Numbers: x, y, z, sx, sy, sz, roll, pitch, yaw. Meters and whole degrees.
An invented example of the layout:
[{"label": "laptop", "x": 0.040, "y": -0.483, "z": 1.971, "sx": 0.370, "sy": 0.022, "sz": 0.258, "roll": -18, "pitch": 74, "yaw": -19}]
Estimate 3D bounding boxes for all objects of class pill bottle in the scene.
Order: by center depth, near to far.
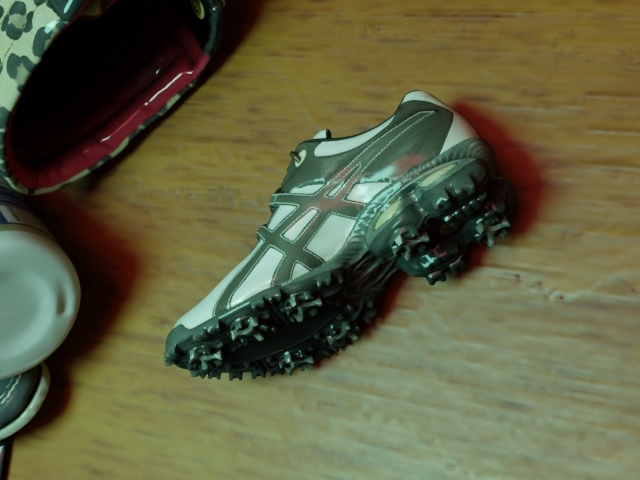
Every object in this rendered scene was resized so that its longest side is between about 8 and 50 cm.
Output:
[{"label": "pill bottle", "x": -0.216, "y": 0.000, "z": 0.633, "sx": 0.094, "sy": 0.094, "sz": 0.169, "roll": -55, "pitch": 46, "yaw": 7}]

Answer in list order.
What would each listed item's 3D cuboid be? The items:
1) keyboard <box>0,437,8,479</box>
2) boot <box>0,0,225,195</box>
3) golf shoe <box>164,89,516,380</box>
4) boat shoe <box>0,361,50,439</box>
[{"label": "keyboard", "x": -0.252, "y": 0.201, "z": 0.653, "sx": 0.100, "sy": 0.038, "sz": 0.192, "roll": 3, "pitch": 80, "yaw": 28}, {"label": "boot", "x": -0.142, "y": -0.239, "z": 0.629, "sx": 0.377, "sy": 0.138, "sz": 0.284, "roll": -46, "pitch": 62, "yaw": 16}, {"label": "golf shoe", "x": 0.000, "y": 0.000, "z": 0.551, "sx": 0.198, "sy": 0.077, "sz": 0.094, "roll": -31, "pitch": 56, "yaw": 11}, {"label": "boat shoe", "x": -0.260, "y": 0.078, "z": 0.657, "sx": 0.206, "sy": 0.065, "sz": 0.075, "roll": 5, "pitch": 60, "yaw": 30}]
